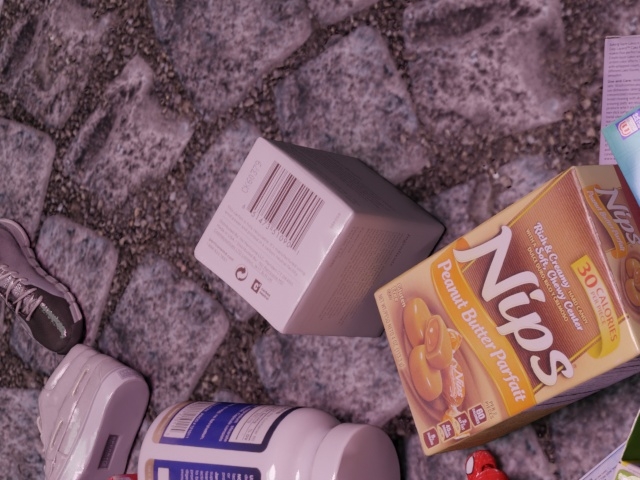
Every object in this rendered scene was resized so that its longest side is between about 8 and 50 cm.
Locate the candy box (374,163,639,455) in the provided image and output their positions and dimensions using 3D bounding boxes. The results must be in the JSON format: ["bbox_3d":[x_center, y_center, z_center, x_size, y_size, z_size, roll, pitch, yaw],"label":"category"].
[{"bbox_3d":[0.196,0.073,1.479,0.316,0.088,0.182,-36,66,48],"label":"candy box"}]

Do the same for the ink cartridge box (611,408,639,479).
[{"bbox_3d":[0.326,0.200,1.277,0.097,0.189,0.255,24,99,37],"label":"ink cartridge box"}]

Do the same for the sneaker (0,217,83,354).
[{"bbox_3d":[-0.406,0.059,1.948,0.228,0.132,0.086,48,113,29],"label":"sneaker"}]

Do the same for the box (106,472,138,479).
[{"bbox_3d":[-0.191,0.407,1.764,0.128,0.123,0.256,-40,64,28],"label":"box"}]

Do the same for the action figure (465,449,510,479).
[{"bbox_3d":[0.145,0.325,1.489,0.139,0.091,0.280,-19,42,14],"label":"action figure"}]

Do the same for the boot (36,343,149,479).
[{"bbox_3d":[-0.306,0.259,1.894,0.123,0.095,0.258,27,94,41],"label":"boot"}]

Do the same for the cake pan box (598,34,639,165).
[{"bbox_3d":[0.386,-0.074,1.417,0.267,0.070,0.245,-1,88,36],"label":"cake pan box"}]

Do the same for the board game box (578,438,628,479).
[{"bbox_3d":[0.393,0.293,1.379,0.318,0.066,0.318,-45,62,24],"label":"board game box"}]

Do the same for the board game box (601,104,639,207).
[{"bbox_3d":[0.334,-0.009,1.310,0.047,0.160,0.210,-34,68,29],"label":"board game box"}]

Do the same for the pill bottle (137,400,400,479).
[{"bbox_3d":[-0.055,0.254,1.660,0.265,0.153,0.153,-1,86,37],"label":"pill bottle"}]

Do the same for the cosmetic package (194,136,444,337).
[{"bbox_3d":[0.000,0.000,1.621,0.151,0.184,0.151,40,108,32],"label":"cosmetic package"}]
